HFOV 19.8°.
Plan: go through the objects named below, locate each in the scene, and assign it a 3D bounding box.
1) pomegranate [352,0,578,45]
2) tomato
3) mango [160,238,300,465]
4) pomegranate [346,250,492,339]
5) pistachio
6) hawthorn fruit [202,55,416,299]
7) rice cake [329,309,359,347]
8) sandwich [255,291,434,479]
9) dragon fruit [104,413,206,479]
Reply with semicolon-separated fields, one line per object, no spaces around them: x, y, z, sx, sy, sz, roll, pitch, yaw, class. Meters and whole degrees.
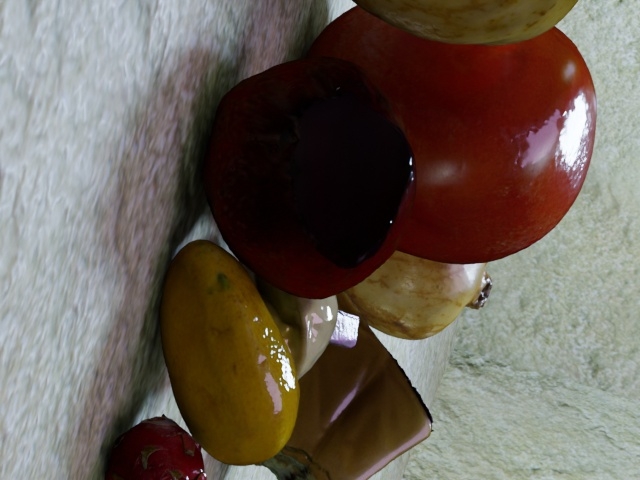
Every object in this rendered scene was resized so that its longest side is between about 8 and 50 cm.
0.153;-0.343;1.734;0.342;0.342;0.342;16;90;-80;pomegranate
0.136;-0.128;1.993;0.293;0.325;0.290;95;13;-59;tomato
-0.084;0.104;1.670;0.147;0.109;0.227;40;-34;57;mango
0.125;0.014;2.427;0.248;0.248;0.248;16;90;-80;pomegranate
-0.039;0.077;1.822;0.200;0.117;0.145;-141;-140;-70;pistachio
-0.007;-0.053;1.692;0.249;0.215;0.215;76;31;-71;hawthorn fruit
-0.027;0.088;2.039;0.207;0.036;0.047;18;71;-51;rice cake
-0.018;0.192;2.172;0.198;0.227;0.155;-32;178;-24;sandwich
-0.152;0.196;1.668;0.190;0.094;0.094;-110;-149;-69;dragon fruit
